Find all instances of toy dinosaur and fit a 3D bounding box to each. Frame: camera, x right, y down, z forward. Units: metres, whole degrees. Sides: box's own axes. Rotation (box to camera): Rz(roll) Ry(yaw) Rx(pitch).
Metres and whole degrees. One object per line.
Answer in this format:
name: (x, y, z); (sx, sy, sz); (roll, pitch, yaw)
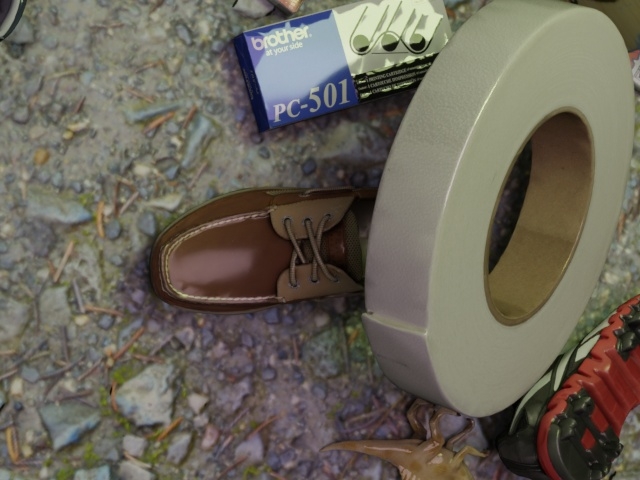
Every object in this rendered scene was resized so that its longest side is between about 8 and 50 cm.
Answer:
toy dinosaur: (0.100, 0.204, 1.796); (0.183, 0.053, 0.093); (22, 84, -16)

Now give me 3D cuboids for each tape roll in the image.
tape roll: (0.171, -0.030, 1.685); (0.392, 0.072, 0.392); (-36, 136, -46)

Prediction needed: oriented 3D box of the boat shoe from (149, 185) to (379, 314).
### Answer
boat shoe: (0.000, 0.000, 1.734); (0.324, 0.116, 0.123); (-11, 92, -17)

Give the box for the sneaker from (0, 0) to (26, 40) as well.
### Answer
sneaker: (-0.366, -0.155, 1.604); (0.282, 0.153, 0.099); (-45, 101, -13)

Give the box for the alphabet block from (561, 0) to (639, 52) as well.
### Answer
alphabet block: (0.320, -0.317, 1.786); (0.193, 0.192, 0.197); (-41, 99, -16)

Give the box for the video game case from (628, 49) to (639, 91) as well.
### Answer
video game case: (0.315, -0.253, 1.890); (0.143, 0.019, 0.157); (32, 80, -14)

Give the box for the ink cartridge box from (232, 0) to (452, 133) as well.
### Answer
ink cartridge box: (0.028, -0.178, 1.784); (0.207, 0.046, 0.097); (-16, 92, -17)

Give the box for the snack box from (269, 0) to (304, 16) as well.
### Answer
snack box: (-0.003, -0.307, 1.790); (0.064, 0.022, 0.178); (36, 79, -12)

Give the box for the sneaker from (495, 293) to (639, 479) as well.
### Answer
sneaker: (0.266, 0.142, 1.826); (0.276, 0.135, 0.098); (-46, 110, -37)
